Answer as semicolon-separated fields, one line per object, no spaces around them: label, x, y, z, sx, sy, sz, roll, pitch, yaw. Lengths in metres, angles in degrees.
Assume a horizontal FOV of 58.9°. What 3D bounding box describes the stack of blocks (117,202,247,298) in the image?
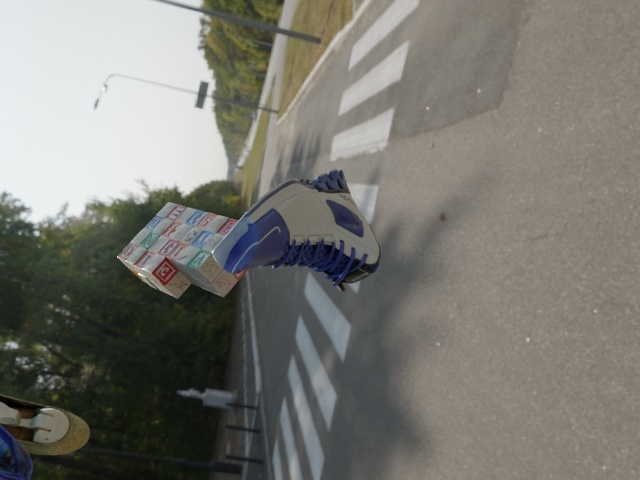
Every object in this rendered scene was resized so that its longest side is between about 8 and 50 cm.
stack of blocks;-0.277;0.027;1.182;0.297;0.087;0.171;14;58;46

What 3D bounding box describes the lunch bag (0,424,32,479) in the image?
lunch bag;-0.475;0.254;0.642;0.221;0.293;0.138;-46;17;23

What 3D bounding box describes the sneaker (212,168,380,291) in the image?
sneaker;0.001;0.000;0.889;0.127;0.182;0.315;-44;-9;35

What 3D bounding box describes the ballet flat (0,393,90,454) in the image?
ballet flat;-0.726;0.440;1.378;0.123;0.348;0.123;-41;35;39
